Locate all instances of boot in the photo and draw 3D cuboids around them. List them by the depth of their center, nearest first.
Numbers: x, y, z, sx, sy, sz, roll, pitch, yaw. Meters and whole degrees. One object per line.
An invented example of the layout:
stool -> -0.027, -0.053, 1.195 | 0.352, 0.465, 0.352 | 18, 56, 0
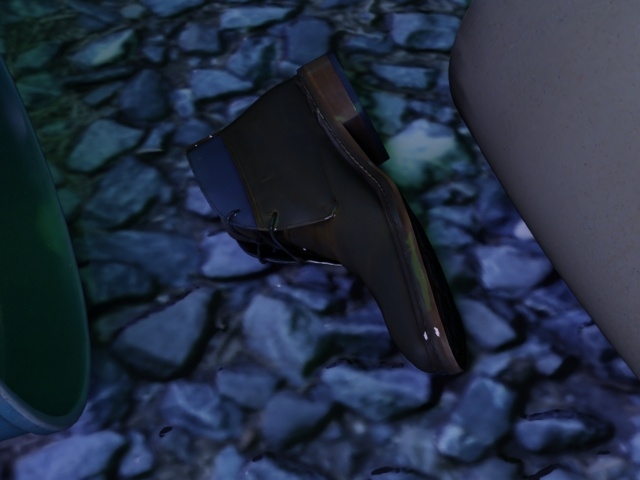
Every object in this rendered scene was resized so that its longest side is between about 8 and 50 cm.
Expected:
boot -> 0.000, 0.000, 0.671 | 0.106, 0.082, 0.219 | -26, 51, 6

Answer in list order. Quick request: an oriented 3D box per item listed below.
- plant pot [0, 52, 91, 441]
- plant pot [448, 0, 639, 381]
plant pot -> -0.273, -0.005, 0.545 | 0.255, 0.272, 0.272 | -20, 46, 1
plant pot -> 0.220, -0.003, 0.557 | 0.256, 0.256, 0.274 | -11, 62, -10
